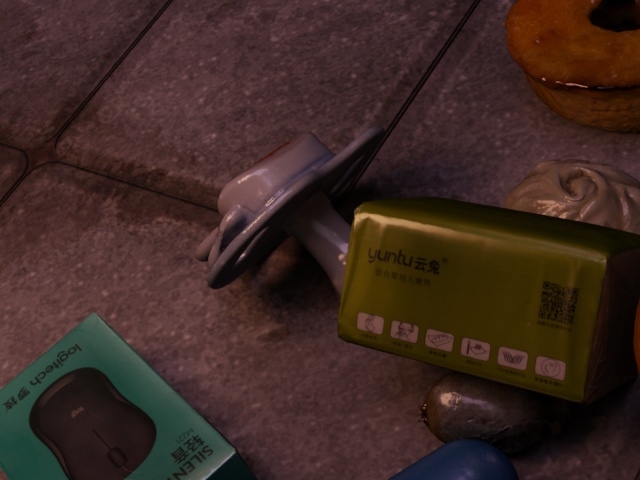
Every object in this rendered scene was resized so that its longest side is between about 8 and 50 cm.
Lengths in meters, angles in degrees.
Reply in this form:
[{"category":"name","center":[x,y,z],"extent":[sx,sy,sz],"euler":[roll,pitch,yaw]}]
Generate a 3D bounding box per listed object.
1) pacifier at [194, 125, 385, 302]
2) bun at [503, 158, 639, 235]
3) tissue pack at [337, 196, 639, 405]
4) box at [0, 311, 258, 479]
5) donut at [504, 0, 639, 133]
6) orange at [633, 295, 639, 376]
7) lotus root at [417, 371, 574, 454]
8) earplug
[{"category":"pacifier","center":[0.000,0.000,1.485],"extent":[0.233,0.244,0.299],"euler":[44,48,10]},{"category":"bun","center":[0.289,-0.027,1.428],"extent":[0.183,0.102,0.183],"euler":[-12,50,15]},{"category":"tissue pack","center":[0.189,0.052,1.310],"extent":[0.274,0.200,0.167],"euler":[14,99,29]},{"category":"box","center":[-0.230,0.244,1.391],"extent":[0.205,0.118,0.311],"euler":[-42,49,-13]},{"category":"donut","center":[0.388,-0.251,1.572],"extent":[0.303,0.110,0.303],"euler":[-12,46,12]},{"category":"orange","center":[0.455,0.125,1.164],"extent":[0.334,0.196,0.262],"euler":[3,48,3]},{"category":"lotus root","center":[0.184,0.181,1.312],"extent":[0.165,0.088,0.088],"euler":[3,53,11]},{"category":"earplug","center":[0.079,0.296,1.228],"extent":[0.273,0.132,0.132],"euler":[-33,48,-12]}]
